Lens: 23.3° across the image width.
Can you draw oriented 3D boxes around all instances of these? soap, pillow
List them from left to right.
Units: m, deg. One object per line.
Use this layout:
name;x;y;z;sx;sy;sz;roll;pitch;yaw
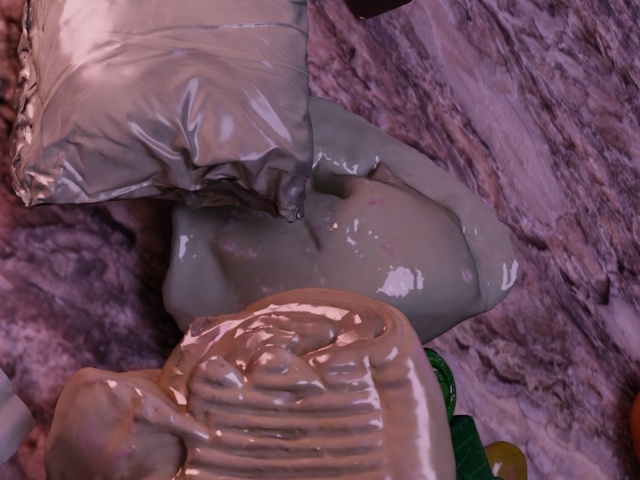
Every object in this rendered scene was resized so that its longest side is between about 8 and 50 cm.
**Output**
pillow;-0.144;-0.160;1.394;0.283;0.138;0.310;5;67;-14
soap;0.212;0.299;1.772;0.089;0.045;0.140;-3;81;-48

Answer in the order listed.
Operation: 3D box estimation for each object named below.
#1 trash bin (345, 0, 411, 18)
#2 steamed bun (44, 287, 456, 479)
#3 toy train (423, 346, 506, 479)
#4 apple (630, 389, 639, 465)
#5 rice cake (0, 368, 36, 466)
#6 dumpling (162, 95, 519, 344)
trash bin;0.089;-0.382;1.820;0.165;0.115;0.225;58;45;-21
steamed bun;-0.061;0.222;1.298;0.247;0.339;0.352;120;-36;-84
toy train;0.054;0.220;1.534;0.266;0.145;0.202;-31;105;-50
apple;0.497;0.251;2.050;0.201;0.162;0.201;6;80;-40
rice cake;-0.320;0.140;1.195;0.198;0.037;0.189;-42;111;-48
dumpling;0.006;0.017;1.505;0.270;0.212;0.321;45;22;24
